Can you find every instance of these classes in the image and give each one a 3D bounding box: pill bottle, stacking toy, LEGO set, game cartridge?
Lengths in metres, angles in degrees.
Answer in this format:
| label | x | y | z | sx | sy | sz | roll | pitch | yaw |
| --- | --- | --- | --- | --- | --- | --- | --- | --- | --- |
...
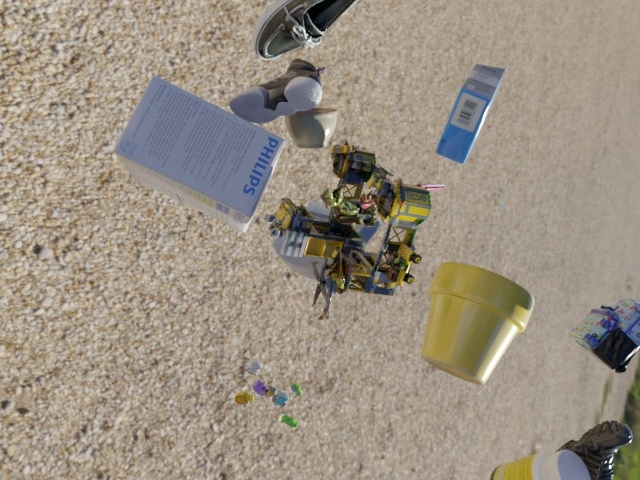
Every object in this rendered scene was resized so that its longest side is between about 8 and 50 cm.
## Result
| label | x | y | z | sx | sy | sz | roll | pitch | yaw |
| --- | --- | --- | --- | --- | --- | --- | --- | --- | --- |
| pill bottle | 0.486 | 0.544 | 1.252 | 0.119 | 0.208 | 0.119 | 17 | 50 | -22 |
| stacking toy | -0.163 | 0.502 | 1.819 | 0.221 | 0.052 | 0.167 | 32 | 26 | -11 |
| LEGO set | 0.022 | -0.045 | 0.975 | 0.192 | 0.331 | 0.255 | 8 | 119 | -23 |
| game cartridge | 0.000 | 0.000 | 1.393 | 0.196 | 0.294 | 0.060 | -47 | 120 | -14 |

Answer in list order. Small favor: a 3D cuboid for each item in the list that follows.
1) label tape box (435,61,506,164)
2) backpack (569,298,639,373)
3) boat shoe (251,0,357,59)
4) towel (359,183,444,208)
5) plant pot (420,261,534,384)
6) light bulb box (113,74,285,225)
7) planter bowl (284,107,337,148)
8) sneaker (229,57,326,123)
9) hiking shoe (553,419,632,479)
| label | x | y | z | sx | sy | sz | roll | pitch | yaw |
| --- | --- | --- | --- | --- | --- | --- | --- | --- | --- |
| label tape box | 0.519 | -0.454 | 1.907 | 0.348 | 0.115 | 0.249 | -57 | 166 | -47 |
| backpack | 0.696 | 0.204 | 1.310 | 0.173 | 0.117 | 0.158 | -48 | 173 | 7 |
| boat shoe | -0.030 | -0.480 | 1.227 | 0.113 | 0.306 | 0.105 | 20 | 49 | -51 |
| towel | 0.209 | -0.128 | 1.664 | 0.199 | 0.275 | 0.031 | -11 | 91 | -59 |
| plant pot | 0.366 | 0.213 | 1.387 | 0.254 | 0.254 | 0.239 | 42 | 70 | -50 |
| light bulb box | -0.314 | -0.210 | 1.514 | 0.225 | 0.361 | 0.358 | -66 | -173 | -9 |
| planter bowl | -0.028 | -0.334 | 1.671 | 0.162 | 0.162 | 0.109 | -29 | 124 | -52 |
| sneaker | -0.109 | -0.406 | 1.512 | 0.153 | 0.268 | 0.101 | -73 | 149 | -42 |
| hiking shoe | 0.612 | 0.477 | 1.224 | 0.086 | 0.114 | 0.227 | -21 | 154 | -35 |
